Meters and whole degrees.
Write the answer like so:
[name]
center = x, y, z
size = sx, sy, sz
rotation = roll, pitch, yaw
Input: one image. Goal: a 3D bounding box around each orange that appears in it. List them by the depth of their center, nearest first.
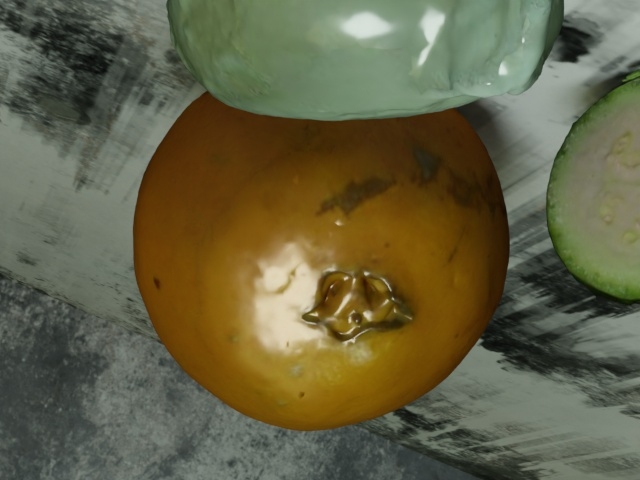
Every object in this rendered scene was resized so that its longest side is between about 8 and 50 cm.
[orange]
center = 0.000, 0.000, 1.293
size = 0.312, 0.312, 0.312
rotation = 19, 163, 6

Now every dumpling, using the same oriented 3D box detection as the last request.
[dumpling]
center = 0.011, -0.162, 0.922
size = 0.321, 0.211, 0.270
rotation = -4, 149, 33

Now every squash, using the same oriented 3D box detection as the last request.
[squash]
center = 0.261, -0.032, 1.139
size = 0.123, 0.170, 0.170
rotation = 11, 175, -43
